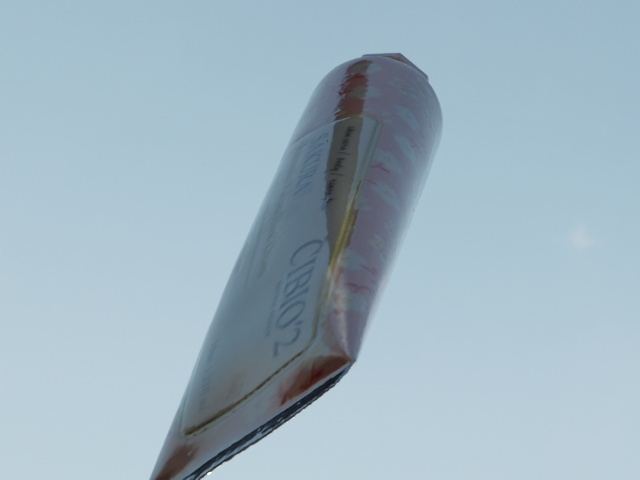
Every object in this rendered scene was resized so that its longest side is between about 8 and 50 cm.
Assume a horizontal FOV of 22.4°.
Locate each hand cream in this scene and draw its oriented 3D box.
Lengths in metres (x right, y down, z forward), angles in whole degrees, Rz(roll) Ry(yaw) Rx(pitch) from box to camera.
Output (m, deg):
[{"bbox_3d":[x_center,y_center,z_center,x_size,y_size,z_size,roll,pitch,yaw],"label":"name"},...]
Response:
[{"bbox_3d":[0.000,0.000,0.439,0.067,0.210,0.043,-35,-75,25],"label":"hand cream"}]
